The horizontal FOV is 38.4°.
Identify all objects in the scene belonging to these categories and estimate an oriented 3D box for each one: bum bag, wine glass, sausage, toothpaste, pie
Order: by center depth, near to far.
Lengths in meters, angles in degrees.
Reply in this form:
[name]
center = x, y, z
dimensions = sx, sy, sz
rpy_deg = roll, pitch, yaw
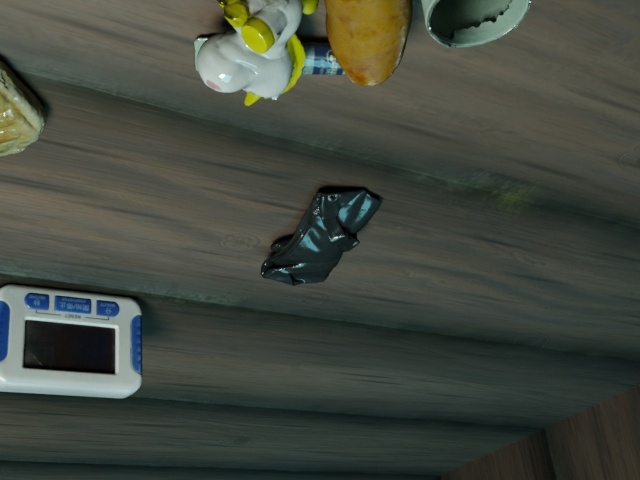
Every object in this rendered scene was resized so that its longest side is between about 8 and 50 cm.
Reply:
[wine glass]
center = 0.115, -0.284, 0.805
dimensions = 0.103, 0.231, 0.103
rpy_deg = -8, 151, -4
[sausage]
center = 0.040, -0.266, 0.957
dimensions = 0.109, 0.109, 0.270
rpy_deg = -11, 151, 5
[pie]
center = -0.431, -0.154, 1.090
dimensions = 0.195, 0.046, 0.195
rpy_deg = -8, 151, -4
[toothpaste]
center = -0.041, -0.217, 1.092
dimensions = 0.216, 0.037, 0.062
rpy_deg = 1, 148, -6
[bum bag]
center = 0.000, 0.000, 1.473
dimensions = 0.123, 0.060, 0.248
rpy_deg = 7, 147, -25

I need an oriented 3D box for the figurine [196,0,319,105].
[figurine]
center = -0.066, -0.211, 1.012
dimensions = 0.129, 0.109, 0.178
rpy_deg = -13, 144, -33

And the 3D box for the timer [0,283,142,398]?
[timer]
center = -0.431, 0.175, 1.557
dimensions = 0.253, 0.178, 0.078
rpy_deg = 10, 151, -29
